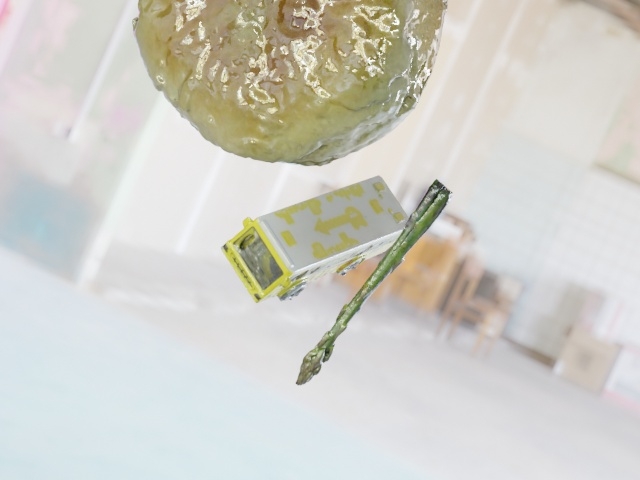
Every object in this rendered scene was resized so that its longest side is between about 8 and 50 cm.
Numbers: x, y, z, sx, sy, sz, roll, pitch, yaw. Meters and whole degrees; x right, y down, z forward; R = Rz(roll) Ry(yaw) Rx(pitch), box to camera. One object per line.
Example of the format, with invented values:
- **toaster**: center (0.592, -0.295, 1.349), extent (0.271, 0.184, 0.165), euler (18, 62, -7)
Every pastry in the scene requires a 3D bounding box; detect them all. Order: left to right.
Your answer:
- **pastry**: center (-0.029, -0.224, 1.809), extent (0.330, 0.329, 0.136), euler (27, 6, 27)

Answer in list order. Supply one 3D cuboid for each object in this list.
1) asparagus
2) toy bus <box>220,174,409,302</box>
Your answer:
- **asparagus**: center (0.045, 0.042, 1.748), extent (0.022, 0.233, 0.023), euler (42, 12, 25)
- **toy bus**: center (0.000, 0.000, 1.950), extent (0.226, 0.074, 0.081), euler (-18, 73, -51)
